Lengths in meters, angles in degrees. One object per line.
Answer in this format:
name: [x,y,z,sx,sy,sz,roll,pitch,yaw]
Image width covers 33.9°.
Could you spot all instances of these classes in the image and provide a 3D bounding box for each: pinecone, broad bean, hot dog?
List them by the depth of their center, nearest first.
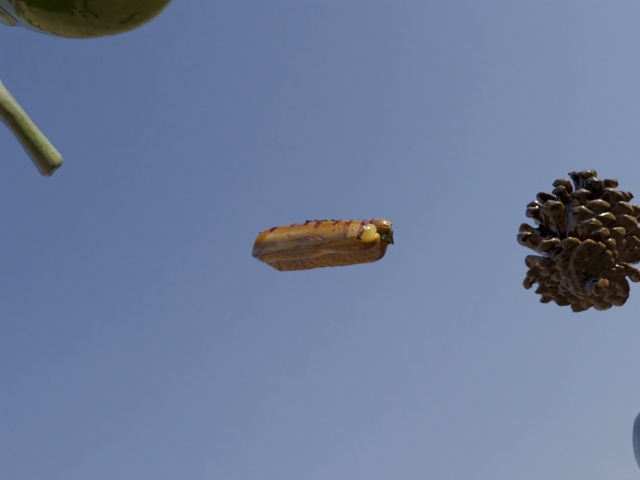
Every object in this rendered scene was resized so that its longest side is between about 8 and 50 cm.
hot dog: [0.000,0.000,0.772,0.122,0.037,0.049,-8,-19,33]
broad bean: [-0.290,-0.351,1.235,0.291,0.238,0.119,1,-11,4]
pinecone: [0.357,-0.002,1.443,0.179,0.150,0.195,22,-98,-20]

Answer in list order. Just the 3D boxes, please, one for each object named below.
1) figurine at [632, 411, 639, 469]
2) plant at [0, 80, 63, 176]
figurine: [0.317,0.133,0.693,0.236,0.133,0.176,9,-81,-23]
plant: [-0.378,-0.208,1.004,0.306,0.297,0.261,-53,-14,-37]
